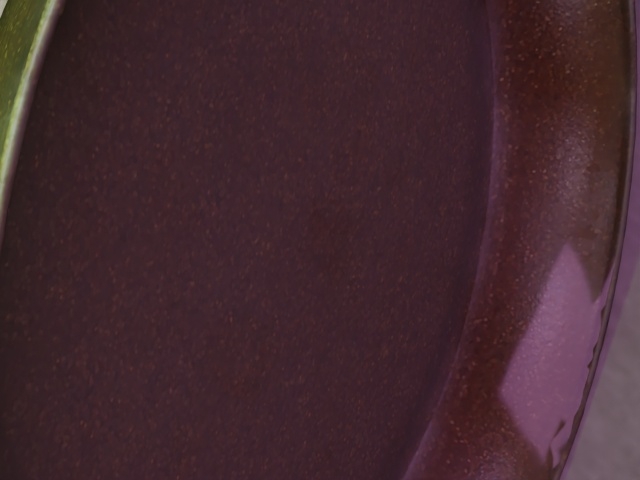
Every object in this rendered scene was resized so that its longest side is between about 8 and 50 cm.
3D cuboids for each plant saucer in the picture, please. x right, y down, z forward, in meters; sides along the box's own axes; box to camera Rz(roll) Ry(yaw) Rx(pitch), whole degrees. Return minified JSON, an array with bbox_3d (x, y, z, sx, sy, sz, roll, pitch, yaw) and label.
[{"bbox_3d":[0.000,0.000,0.513,0.050,0.310,0.311,11,73,32],"label":"plant saucer"}]

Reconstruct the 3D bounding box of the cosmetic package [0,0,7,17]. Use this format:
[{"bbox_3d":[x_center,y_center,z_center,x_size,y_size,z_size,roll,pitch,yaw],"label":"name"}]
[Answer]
[{"bbox_3d":[-0.126,-0.077,0.564,0.113,0.160,0.309,4,78,-5],"label":"cosmetic package"}]
